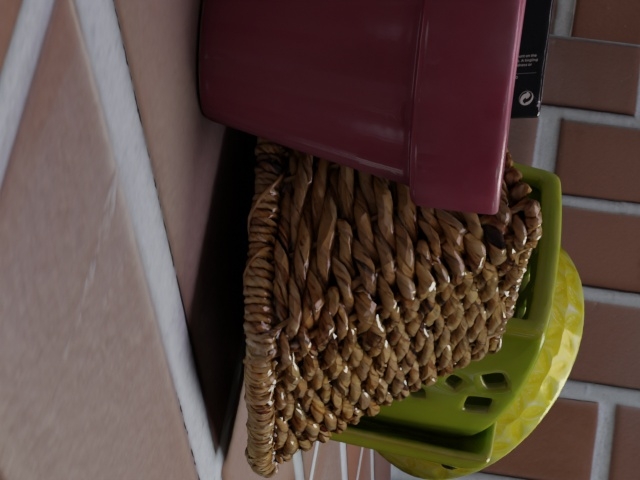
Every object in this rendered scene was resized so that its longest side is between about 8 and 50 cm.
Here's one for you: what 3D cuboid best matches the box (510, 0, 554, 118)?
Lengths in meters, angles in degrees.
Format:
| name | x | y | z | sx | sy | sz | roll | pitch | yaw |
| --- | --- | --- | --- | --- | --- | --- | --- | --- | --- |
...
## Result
| name | x | y | z | sx | sy | sz | roll | pitch | yaw |
| --- | --- | --- | --- | --- | --- | --- | --- | --- | --- |
| box | 0.087 | -0.229 | 1.403 | 0.261 | 0.103 | 0.184 | -121 | -147 | -56 |

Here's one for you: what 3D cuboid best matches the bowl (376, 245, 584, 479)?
| name | x | y | z | sx | sy | sz | roll | pitch | yaw |
| --- | --- | --- | --- | --- | --- | --- | --- | --- | --- |
| bowl | 0.106 | 0.080 | 1.839 | 0.156 | 0.289 | 0.289 | 34 | 53 | -35 |

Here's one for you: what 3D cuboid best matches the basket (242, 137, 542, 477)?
| name | x | y | z | sx | sy | sz | roll | pitch | yaw |
| --- | --- | --- | --- | --- | --- | --- | --- | --- | --- |
| basket | 0.000 | 0.000 | 1.288 | 0.213 | 0.223 | 0.299 | 60 | -11 | 18 |

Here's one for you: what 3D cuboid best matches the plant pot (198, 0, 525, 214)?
| name | x | y | z | sx | sy | sz | roll | pitch | yaw |
| --- | --- | --- | --- | --- | --- | --- | --- | --- | --- |
| plant pot | 0.029 | -0.124 | 1.075 | 0.201 | 0.180 | 0.201 | 7 | 90 | -83 |

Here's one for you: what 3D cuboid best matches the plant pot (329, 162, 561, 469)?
| name | x | y | z | sx | sy | sz | roll | pitch | yaw |
| --- | --- | --- | --- | --- | --- | --- | --- | --- | --- |
| plant pot | 0.079 | 0.062 | 1.609 | 0.228 | 0.227 | 0.207 | -75 | 177 | -50 |
